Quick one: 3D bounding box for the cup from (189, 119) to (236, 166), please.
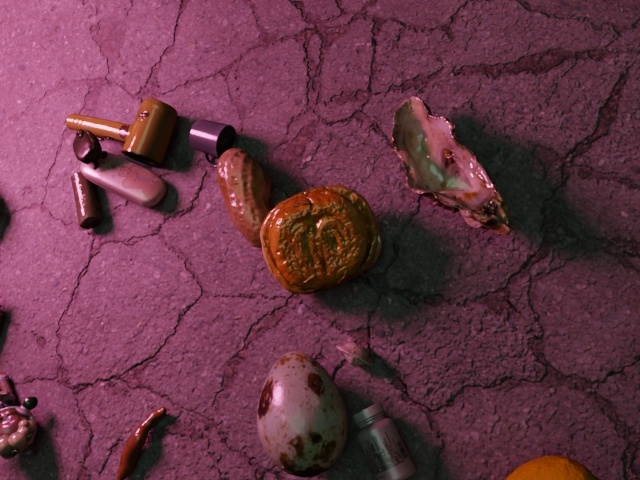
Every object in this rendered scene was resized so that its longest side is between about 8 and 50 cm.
[{"bbox_3d":[-0.239,-0.213,1.451,0.077,0.078,0.100,18,113,22],"label":"cup"}]

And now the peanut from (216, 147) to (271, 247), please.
[{"bbox_3d":[-0.150,-0.092,1.385,0.108,0.095,0.226,-18,76,-2],"label":"peanut"}]

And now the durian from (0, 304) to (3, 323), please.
[{"bbox_3d":[-0.799,0.186,1.495,0.108,0.119,0.186,6,62,53],"label":"durian"}]

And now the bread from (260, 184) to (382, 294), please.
[{"bbox_3d":[-0.001,-0.003,1.301,0.236,0.120,0.198,-21,94,0],"label":"bread"}]

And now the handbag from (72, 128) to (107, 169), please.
[{"bbox_3d":[-0.519,-0.211,1.467,0.072,0.047,0.111,-48,51,7],"label":"handbag"}]

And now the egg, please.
[{"bbox_3d":[-0.035,0.321,1.228,0.169,0.169,0.231,-13,69,11],"label":"egg"}]

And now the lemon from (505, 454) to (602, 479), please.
[{"bbox_3d":[0.384,0.456,1.093,0.203,0.178,0.178,-34,72,3],"label":"lemon"}]

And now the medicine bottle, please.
[{"bbox_3d":[0.115,0.379,1.225,0.079,0.079,0.140,-28,72,6],"label":"medicine bottle"}]

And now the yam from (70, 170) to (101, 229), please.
[{"bbox_3d":[-0.534,-0.095,1.502,0.054,0.054,0.132,-19,73,9],"label":"yam"}]

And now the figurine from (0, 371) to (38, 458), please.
[{"bbox_3d":[-0.674,0.374,1.410,0.147,0.093,0.197,-34,71,-7],"label":"figurine"}]

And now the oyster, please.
[{"bbox_3d":[0.254,-0.132,1.292,0.341,0.110,0.166,41,84,21],"label":"oyster"}]

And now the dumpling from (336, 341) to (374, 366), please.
[{"bbox_3d":[0.067,0.222,1.282,0.043,0.059,0.077,-44,68,12],"label":"dumpling"}]

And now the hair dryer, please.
[{"bbox_3d":[-0.464,-0.264,1.512,0.279,0.090,0.135,14,82,22],"label":"hair dryer"}]

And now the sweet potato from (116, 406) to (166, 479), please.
[{"bbox_3d":[-0.376,0.417,1.355,0.044,0.044,0.179,27,85,18],"label":"sweet potato"}]

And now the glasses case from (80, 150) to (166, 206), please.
[{"bbox_3d":[-0.442,-0.140,1.480,0.204,0.051,0.081,23,63,11],"label":"glasses case"}]
